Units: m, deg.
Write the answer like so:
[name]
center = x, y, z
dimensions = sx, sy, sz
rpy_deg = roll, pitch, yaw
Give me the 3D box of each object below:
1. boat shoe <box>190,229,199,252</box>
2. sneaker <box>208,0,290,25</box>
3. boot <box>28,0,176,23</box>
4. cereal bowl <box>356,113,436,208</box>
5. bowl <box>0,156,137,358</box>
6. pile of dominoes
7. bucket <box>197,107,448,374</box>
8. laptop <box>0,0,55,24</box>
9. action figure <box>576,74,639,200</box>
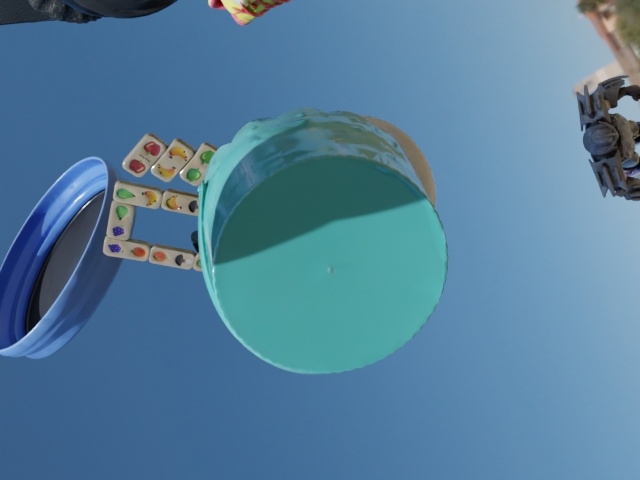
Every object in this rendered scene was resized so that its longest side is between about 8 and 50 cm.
[boat shoe]
center = -0.135, 0.037, 1.023
dimensions = 0.049, 0.040, 0.142
rpy_deg = -61, -40, -43
[sneaker]
center = -0.077, -0.319, 0.940
dimensions = 0.082, 0.094, 0.208
rpy_deg = -2, -158, -39
[boot]
center = -0.187, -0.250, 0.583
dimensions = 0.131, 0.260, 0.347
rpy_deg = 21, -127, -31
[cereal bowl]
center = 0.056, -0.101, 1.476
dimensions = 0.141, 0.339, 0.338
rpy_deg = 38, -151, -72
[bowl]
center = -0.471, 0.033, 1.343
dimensions = 0.077, 0.391, 0.391
rpy_deg = 33, -142, -35
[pile of dominoes]
center = -0.133, -0.025, 0.914
dimensions = 0.251, 0.196, 0.040
rpy_deg = 10, -143, -13
[bucket]
center = 0.000, 0.000, 0.814
dimensions = 0.281, 0.281, 0.183
rpy_deg = 48, -171, -21
[laptop]
center = -0.460, -0.336, 0.821
dimensions = 0.136, 0.234, 0.264
rpy_deg = -68, -28, -45
[action figure]
center = 0.459, -0.150, 1.111
dimensions = 0.285, 0.099, 0.185
rpy_deg = -3, -90, -56
